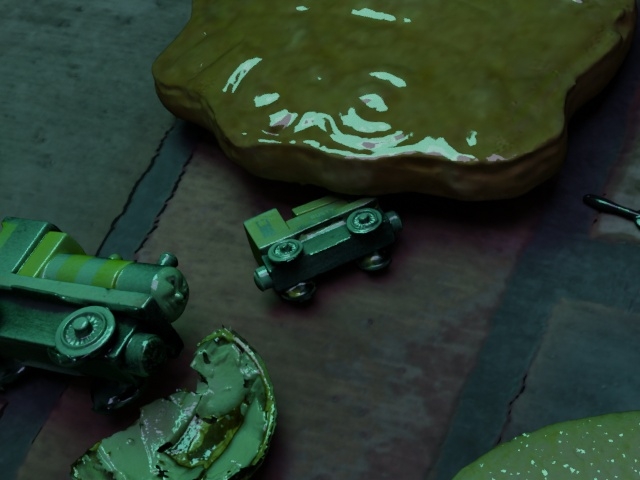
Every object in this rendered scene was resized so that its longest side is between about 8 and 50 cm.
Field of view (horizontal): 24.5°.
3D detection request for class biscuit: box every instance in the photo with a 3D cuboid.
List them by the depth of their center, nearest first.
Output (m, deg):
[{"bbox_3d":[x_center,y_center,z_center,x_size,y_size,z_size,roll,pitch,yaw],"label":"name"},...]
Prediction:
[{"bbox_3d":[0.059,-0.180,1.232,0.385,0.062,0.365,13,48,24],"label":"biscuit"}]

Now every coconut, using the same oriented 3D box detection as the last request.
[{"bbox_3d":[-0.094,0.143,1.027,0.158,0.055,0.133,-32,49,-15],"label":"coconut"}]

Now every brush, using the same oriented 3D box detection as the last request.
[{"bbox_3d":[0.237,-0.020,1.116,0.083,0.008,0.024,21,60,28],"label":"brush"}]

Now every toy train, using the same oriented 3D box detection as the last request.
[{"bbox_3d":[-0.186,0.050,1.098,0.200,0.083,0.132,8,53,30],"label":"toy train"},{"bbox_3d":[0.000,0.000,1.133,0.122,0.050,0.081,-23,37,-10],"label":"toy train"}]

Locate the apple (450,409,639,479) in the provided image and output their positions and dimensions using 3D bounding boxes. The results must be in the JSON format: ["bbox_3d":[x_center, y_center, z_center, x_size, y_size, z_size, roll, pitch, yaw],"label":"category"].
[{"bbox_3d":[0.204,0.190,0.881,0.265,0.120,0.193,-7,37,4],"label":"apple"}]
